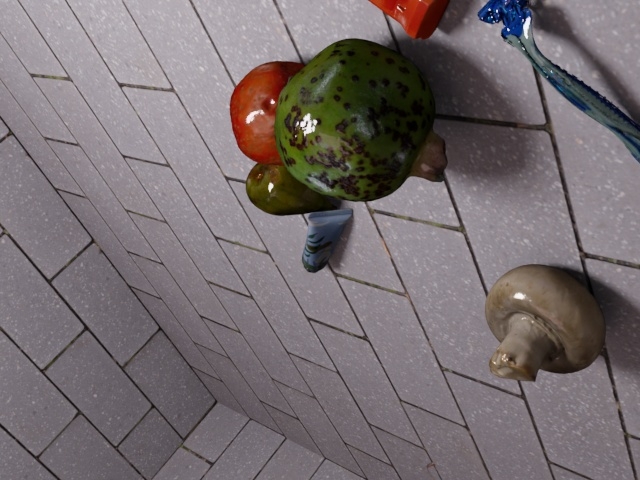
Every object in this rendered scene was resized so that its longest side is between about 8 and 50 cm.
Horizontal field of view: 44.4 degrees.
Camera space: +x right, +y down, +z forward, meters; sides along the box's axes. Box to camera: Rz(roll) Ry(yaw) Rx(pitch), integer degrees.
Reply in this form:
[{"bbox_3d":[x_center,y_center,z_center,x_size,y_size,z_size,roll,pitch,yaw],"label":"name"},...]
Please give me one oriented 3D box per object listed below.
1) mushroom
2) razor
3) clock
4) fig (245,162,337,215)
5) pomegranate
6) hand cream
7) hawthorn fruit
[{"bbox_3d":[0.352,0.148,1.282,0.204,0.204,0.204,32,152,19],"label":"mushroom"},{"bbox_3d":[0.326,-0.185,0.970,0.324,0.056,0.093,44,152,-6],"label":"razor"},{"bbox_3d":[0.095,-0.343,1.033,0.155,0.061,0.113,39,155,9],"label":"clock"},{"bbox_3d":[-0.054,-0.109,1.566,0.133,0.185,0.126,-34,67,39],"label":"fig"},{"bbox_3d":[0.066,-0.165,1.151,0.271,0.254,0.254,26,153,2],"label":"pomegranate"},{"bbox_3d":[0.000,0.000,1.678,0.271,0.091,0.058,111,153,-63],"label":"hand cream"},{"bbox_3d":[-0.053,-0.219,1.309,0.179,0.179,0.200,49,139,-15],"label":"hawthorn fruit"}]
